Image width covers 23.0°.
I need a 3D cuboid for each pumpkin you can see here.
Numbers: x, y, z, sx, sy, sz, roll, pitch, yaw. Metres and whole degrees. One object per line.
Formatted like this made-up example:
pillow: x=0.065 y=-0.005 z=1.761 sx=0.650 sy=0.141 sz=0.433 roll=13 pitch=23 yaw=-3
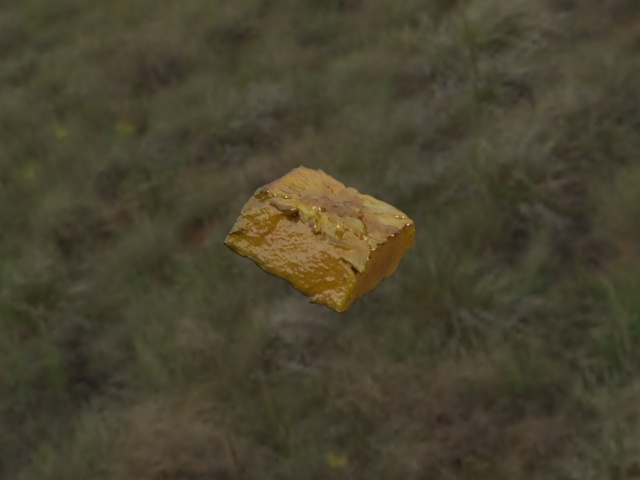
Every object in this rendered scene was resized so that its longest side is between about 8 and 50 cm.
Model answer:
pumpkin: x=0.000 y=0.000 z=0.805 sx=0.074 sy=0.054 sz=0.083 roll=30 pitch=27 yaw=14
